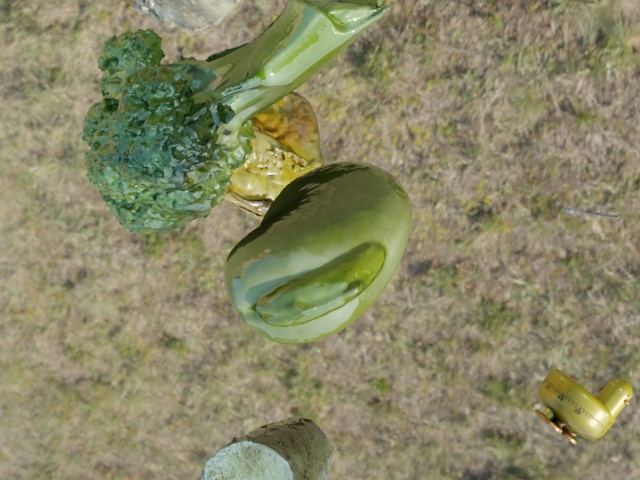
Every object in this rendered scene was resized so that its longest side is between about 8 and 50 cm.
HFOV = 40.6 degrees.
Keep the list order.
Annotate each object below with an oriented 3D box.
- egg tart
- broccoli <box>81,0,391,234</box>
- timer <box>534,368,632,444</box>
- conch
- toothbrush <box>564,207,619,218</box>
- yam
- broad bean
[{"bbox_3d":[-0.087,-0.137,1.095,0.297,0.297,0.132,34,116,-7],"label":"egg tart"},{"bbox_3d":[-0.124,-0.137,0.806,0.186,0.254,0.302,43,137,0],"label":"broccoli"},{"bbox_3d":[0.351,0.212,1.163,0.107,0.109,0.107,39,-179,-1],"label":"timer"},{"bbox_3d":[-0.255,-0.529,1.521,0.210,0.352,0.297,-10,119,-18],"label":"conch"},{"bbox_3d":[0.458,-0.045,1.462,0.097,0.006,0.008,11,133,40],"label":"toothbrush"},{"bbox_3d":[-0.050,0.253,0.972,0.107,0.183,0.107,1,92,20],"label":"yam"},{"bbox_3d":[0.000,0.000,0.602,0.124,0.174,0.082,-8,125,31],"label":"broad bean"}]
